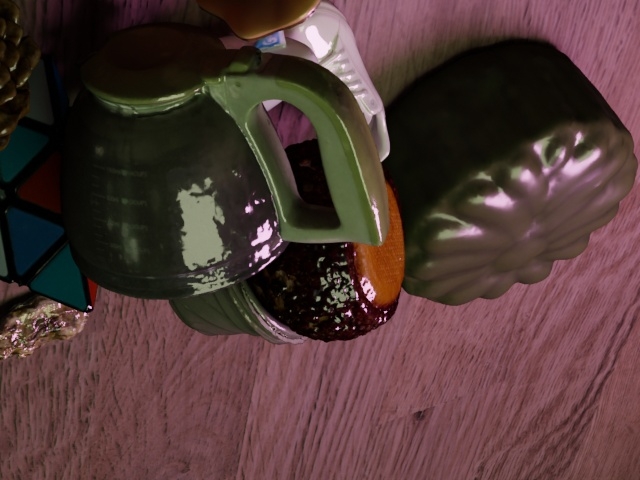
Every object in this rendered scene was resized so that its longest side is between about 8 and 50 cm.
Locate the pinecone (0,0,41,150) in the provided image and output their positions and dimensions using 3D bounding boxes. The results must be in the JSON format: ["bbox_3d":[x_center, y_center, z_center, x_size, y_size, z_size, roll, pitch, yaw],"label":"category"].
[{"bbox_3d":[-0.374,-0.152,1.746,0.168,0.186,0.212,-35,177,-41],"label":"pinecone"}]

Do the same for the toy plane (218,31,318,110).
[{"bbox_3d":[-0.128,-0.152,1.999,0.266,0.123,0.267,-13,147,-9],"label":"toy plane"}]

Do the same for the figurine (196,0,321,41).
[{"bbox_3d":[-0.112,-0.319,1.747,0.208,0.181,0.257,-10,147,21],"label":"figurine"}]

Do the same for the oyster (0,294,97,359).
[{"bbox_3d":[-0.347,0.108,2.243,0.165,0.053,0.108,-26,159,-22],"label":"oyster"}]

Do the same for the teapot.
[{"bbox_3d":[-0.123,-0.079,1.782,0.239,0.321,0.239,-35,135,-31],"label":"teapot"}]

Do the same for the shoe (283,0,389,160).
[{"bbox_3d":[0.022,-0.180,2.105,0.095,0.110,0.265,-32,151,3],"label":"shoe"}]

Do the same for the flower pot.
[{"bbox_3d":[-0.107,0.032,2.215,0.140,0.235,0.235,-19,154,23],"label":"flower pot"}]

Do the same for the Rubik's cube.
[{"bbox_3d":[-0.275,-0.025,2.027,0.284,0.250,0.234,-47,165,15],"label":"Rubik's cube"}]

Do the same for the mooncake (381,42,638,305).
[{"bbox_3d":[0.230,-0.072,2.352,0.356,0.194,0.356,-21,146,-16],"label":"mooncake"}]

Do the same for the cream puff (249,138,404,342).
[{"bbox_3d":[0.000,0.000,2.091,0.164,0.239,0.239,-7,155,22],"label":"cream puff"}]
